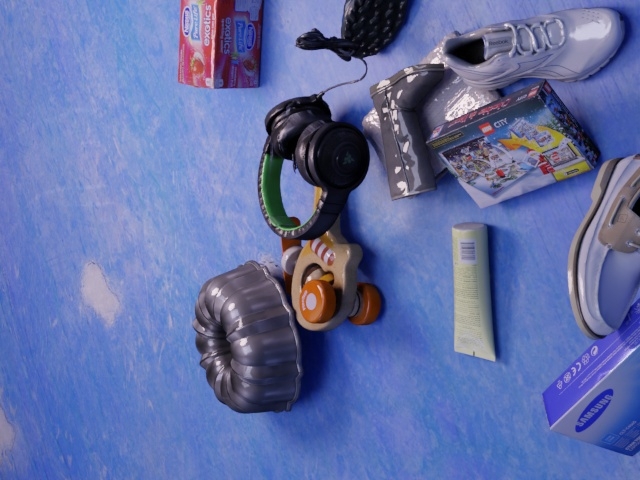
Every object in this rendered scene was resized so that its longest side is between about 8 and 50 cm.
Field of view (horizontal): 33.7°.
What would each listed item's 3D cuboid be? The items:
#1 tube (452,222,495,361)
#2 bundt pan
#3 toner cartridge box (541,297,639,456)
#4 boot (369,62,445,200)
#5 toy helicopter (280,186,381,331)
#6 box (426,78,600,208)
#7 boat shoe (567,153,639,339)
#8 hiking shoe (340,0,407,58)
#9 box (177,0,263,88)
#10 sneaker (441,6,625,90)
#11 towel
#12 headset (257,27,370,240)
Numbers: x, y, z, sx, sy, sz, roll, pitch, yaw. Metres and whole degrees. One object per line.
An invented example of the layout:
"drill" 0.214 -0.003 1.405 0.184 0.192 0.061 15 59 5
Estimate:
"tube" 0.265 0.090 1.853 0.070 0.062 0.240 -98 4 -78
"bundt pan" -0.167 0.214 2.197 0.331 0.124 0.331 33 130 53
"toner cartridge box" 0.495 0.175 1.547 0.348 0.165 0.075 -55 23 36
"boot" 0.164 -0.185 1.823 0.189 0.076 0.208 -22 74 57
"toy helicopter" 0.000 0.000 2.077 0.235 0.140 0.355 1 87 54
"box" 0.309 -0.151 1.711 0.233 0.044 0.159 -20 119 45
"boat shoe" 0.440 -0.001 1.527 0.103 0.113 0.302 -12 51 47
"hiking shoe" 0.100 -0.479 1.906 0.132 0.113 0.304 -108 28 -54
"box" -0.205 -0.444 2.178 0.122 0.128 0.257 16 109 43
"sneaker" 0.326 -0.299 1.655 0.297 0.129 0.111 -11 81 35
"towel" 0.194 -0.215 1.872 0.282 0.049 0.187 -44 67 40
"headset" -0.029 -0.189 1.951 0.243 0.185 0.394 46 121 46
